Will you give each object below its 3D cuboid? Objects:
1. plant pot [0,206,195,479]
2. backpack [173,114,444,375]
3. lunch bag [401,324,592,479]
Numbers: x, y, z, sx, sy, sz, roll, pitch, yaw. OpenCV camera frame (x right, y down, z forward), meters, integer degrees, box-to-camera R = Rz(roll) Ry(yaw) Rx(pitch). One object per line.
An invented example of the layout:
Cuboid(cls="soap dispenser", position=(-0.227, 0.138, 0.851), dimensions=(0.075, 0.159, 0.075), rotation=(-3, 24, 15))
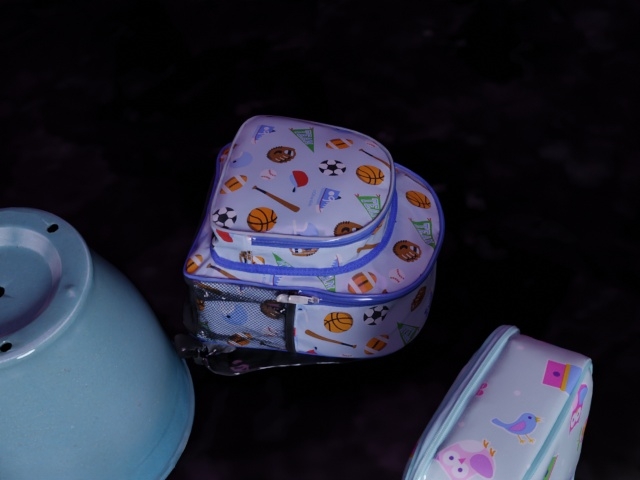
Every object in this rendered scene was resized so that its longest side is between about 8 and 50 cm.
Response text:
Cuboid(cls="plant pot", position=(-0.282, 0.111, 1.104), dimensions=(0.271, 0.255, 0.271), rotation=(-4, 51, 5))
Cuboid(cls="backpack", position=(0.000, 0.000, 1.194), dimensions=(0.263, 0.213, 0.276), rotation=(12, 51, 1))
Cuboid(cls="lunch bag", position=(0.145, 0.222, 0.950), dimensions=(0.108, 0.279, 0.224), rotation=(20, 46, 21))
